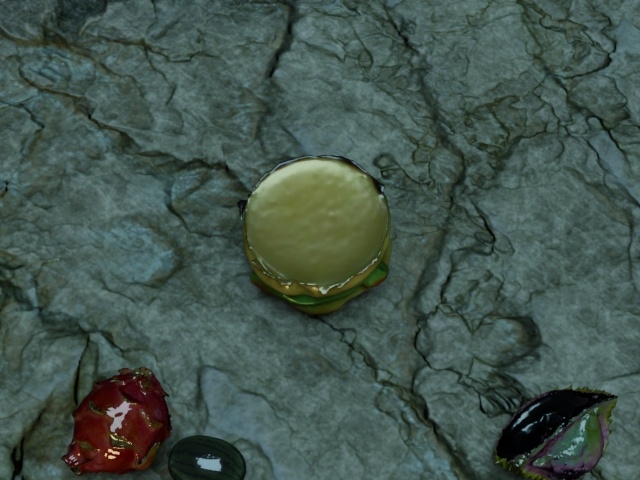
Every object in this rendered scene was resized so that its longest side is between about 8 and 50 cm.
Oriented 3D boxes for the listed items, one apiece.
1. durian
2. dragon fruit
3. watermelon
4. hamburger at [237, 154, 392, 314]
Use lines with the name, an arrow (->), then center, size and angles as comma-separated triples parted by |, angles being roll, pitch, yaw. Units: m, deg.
durian -> 0.332, 0.287, 1.550 | 0.187, 0.119, 0.108 | -34, 110, -9
dragon fruit -> -0.266, 0.250, 1.465 | 0.133, 0.136, 0.166 | 42, 78, 16
watermelon -> -0.154, 0.302, 1.482 | 0.111, 0.078, 0.078 | 14, 63, 1
hamburger -> 0.000, 0.000, 1.611 | 0.237, 0.149, 0.237 | -1, 65, 2
